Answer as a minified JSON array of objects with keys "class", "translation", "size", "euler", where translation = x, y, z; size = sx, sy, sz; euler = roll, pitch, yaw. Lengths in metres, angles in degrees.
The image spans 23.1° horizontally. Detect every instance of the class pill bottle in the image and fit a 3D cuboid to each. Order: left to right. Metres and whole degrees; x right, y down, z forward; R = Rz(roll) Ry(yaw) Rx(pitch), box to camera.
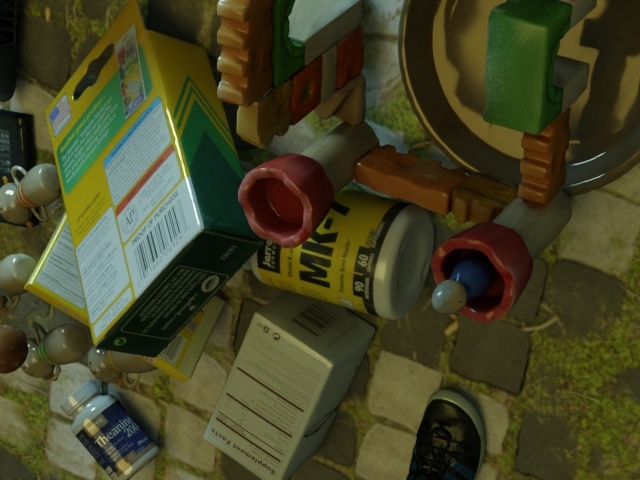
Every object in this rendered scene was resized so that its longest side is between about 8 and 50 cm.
[{"class":"pill bottle","translation":[-0.252,0.226,1.855],"size":[0.120,0.067,0.067],"euler":[49,124,4]},{"class":"pill bottle","translation":[0.000,0.000,1.599],"size":[0.208,0.119,0.119],"euler":[14,115,24]}]

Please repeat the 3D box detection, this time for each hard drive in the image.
[{"class":"hard drive","translation":[-0.376,-0.086,1.830],"size":[0.094,0.022,0.135],"euler":[11,113,25]}]

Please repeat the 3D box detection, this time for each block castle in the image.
[{"class":"block castle","translation":[0.069,-0.173,1.355],"size":[0.303,0.213,0.453],"euler":[20,129,26]}]

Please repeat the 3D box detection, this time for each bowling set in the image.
[{"class":"bowling set","translation":[-0.327,0.073,1.742],"size":[0.154,0.200,0.287],"euler":[-23,98,54]}]

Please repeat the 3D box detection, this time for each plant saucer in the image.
[{"class":"plant saucer","translation":[0.205,-0.177,1.466],"size":[0.277,0.041,0.278],"euler":[10,113,26]}]

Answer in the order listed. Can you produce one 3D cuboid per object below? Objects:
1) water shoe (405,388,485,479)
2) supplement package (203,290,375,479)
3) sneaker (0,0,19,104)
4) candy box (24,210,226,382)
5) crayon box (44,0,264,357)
[{"class":"water shoe","translation":[0.124,0.257,1.653],"size":[0.072,0.080,0.203],"euler":[15,115,23]},{"class":"supplement package","translation":[-0.034,0.155,1.686],"size":[0.105,0.105,0.179],"euler":[32,121,15]},{"class":"sneaker","translation":[-0.340,-0.263,1.705],"size":[0.163,0.086,0.226],"euler":[-5,105,33]},{"class":"candy box","translation":[-0.210,0.060,1.701],"size":[0.206,0.105,0.027],"euler":[33,148,-16]},{"class":"crayon box","translation":[-0.180,-0.069,1.628],"size":[0.203,0.083,0.323],"euler":[-45,48,34]}]
